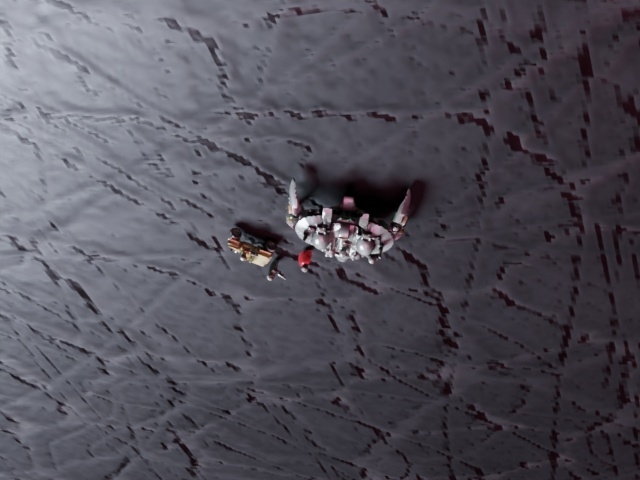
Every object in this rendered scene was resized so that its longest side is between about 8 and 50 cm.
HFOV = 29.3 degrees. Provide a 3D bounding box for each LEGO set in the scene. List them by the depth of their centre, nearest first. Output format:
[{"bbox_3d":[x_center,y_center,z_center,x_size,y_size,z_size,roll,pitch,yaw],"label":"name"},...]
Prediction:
[{"bbox_3d":[0.001,0.002,0.480,0.054,0.023,0.083,26,141,-23],"label":"LEGO set"}]
